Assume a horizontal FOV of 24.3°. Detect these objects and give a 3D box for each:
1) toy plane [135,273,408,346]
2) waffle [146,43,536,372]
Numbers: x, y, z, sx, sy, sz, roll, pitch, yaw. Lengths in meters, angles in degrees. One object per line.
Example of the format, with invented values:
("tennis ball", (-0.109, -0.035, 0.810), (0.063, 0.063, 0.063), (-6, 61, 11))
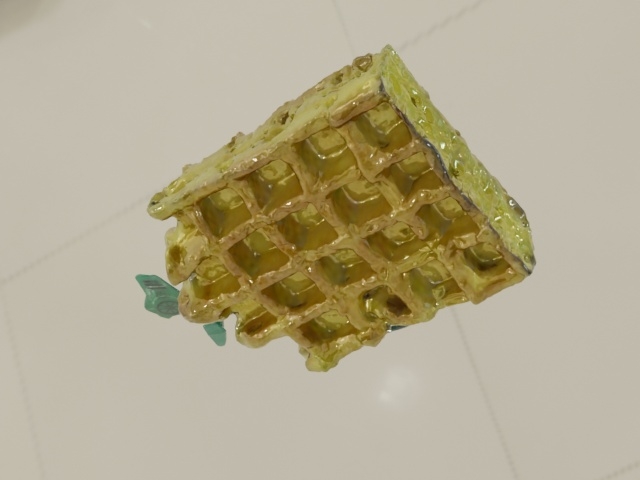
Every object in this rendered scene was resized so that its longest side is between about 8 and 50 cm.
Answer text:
("toy plane", (-0.012, 0.032, 1.064), (0.235, 0.096, 0.060), (-11, 64, 12))
("waffle", (0.000, 0.000, 0.882), (0.211, 0.160, 0.055), (-29, 28, 27))
